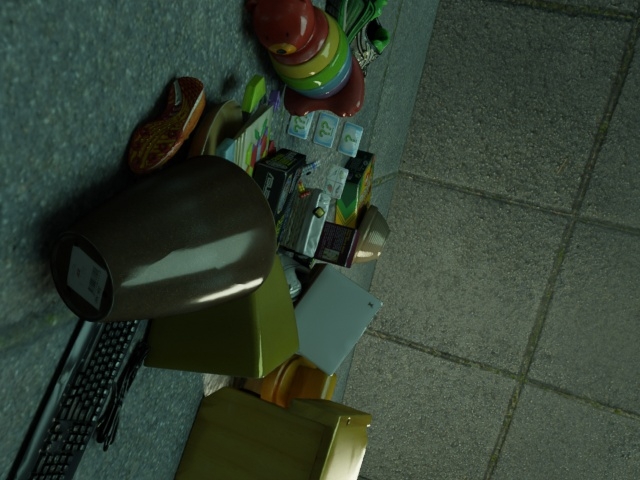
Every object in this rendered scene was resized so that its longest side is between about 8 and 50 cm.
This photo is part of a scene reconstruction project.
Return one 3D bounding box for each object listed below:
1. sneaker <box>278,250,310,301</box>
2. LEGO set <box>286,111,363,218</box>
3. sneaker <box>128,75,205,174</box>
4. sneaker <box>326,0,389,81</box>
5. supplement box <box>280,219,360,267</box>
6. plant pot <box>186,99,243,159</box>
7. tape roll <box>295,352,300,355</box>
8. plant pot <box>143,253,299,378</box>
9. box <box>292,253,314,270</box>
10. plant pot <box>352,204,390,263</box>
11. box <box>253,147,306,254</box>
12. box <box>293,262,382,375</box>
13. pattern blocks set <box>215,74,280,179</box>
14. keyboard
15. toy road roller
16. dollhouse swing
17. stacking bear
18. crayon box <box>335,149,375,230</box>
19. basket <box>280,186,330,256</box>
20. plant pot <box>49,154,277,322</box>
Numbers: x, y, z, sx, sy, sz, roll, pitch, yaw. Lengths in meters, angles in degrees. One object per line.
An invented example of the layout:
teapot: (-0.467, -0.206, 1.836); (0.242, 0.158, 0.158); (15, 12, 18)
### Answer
sneaker: (-0.117, 0.109, 1.272); (0.297, 0.129, 0.111); (-51, 155, -55)
LEGO set: (-0.007, -0.181, 1.298); (0.060, 0.183, 0.244); (17, -90, 69)
sneaker: (-0.207, -0.152, 0.777); (0.067, 0.064, 0.175); (101, 14, -59)
sneaker: (0.096, -0.476, 1.425); (0.343, 0.146, 0.134); (87, 23, -55)
supplement box: (0.000, 0.000, 1.482); (0.081, 0.188, 0.104); (33, 73, -76)
plant pot: (-0.179, -0.118, 0.916); (0.236, 0.032, 0.236); (13, 90, -87)
tape roll: (-0.125, 0.530, 1.828); (0.392, 0.072, 0.391); (16, 90, -75)
plant pot: (-0.165, 0.115, 0.979); (0.212, 0.212, 0.187); (-7, 98, -75)
box: (-0.047, 0.050, 1.639); (0.062, 0.052, 0.083); (71, 38, -67)
plant pot: (0.186, -0.004, 2.045); (0.237, 0.110, 0.237); (25, 90, -84)
box: (-0.110, -0.044, 1.148); (0.216, 0.060, 0.270); (-64, 173, -72)
box: (0.006, 0.191, 1.455); (0.215, 0.168, 0.345); (-54, -177, -5)
pattern blocks set: (-0.127, -0.162, 1.025); (0.285, 0.026, 0.324); (99, 8, -45)
keyboard: (-0.316, 0.206, 0.809); (0.201, 0.033, 0.317); (64, 44, -70)
toy road roller: (-0.055, 0.417, 1.507); (0.329, 0.241, 0.202); (47, 58, -51)
dollhouse swing: (-0.108, 0.524, 1.286); (0.315, 0.305, 0.346); (33, 72, -61)
stacking bear: (-0.033, -0.366, 1.043); (0.289, 0.176, 0.164); (31, 66, -68)
crayon box: (0.124, -0.145, 2.033); (0.318, 0.081, 0.202); (92, 19, -45)
basket: (-0.053, -0.053, 1.398); (0.113, 0.103, 0.167); (27, 78, -76)
plant pot: (-0.208, 0.012, 0.708); (0.230, 0.215, 0.215); (-27, 133, -56)
